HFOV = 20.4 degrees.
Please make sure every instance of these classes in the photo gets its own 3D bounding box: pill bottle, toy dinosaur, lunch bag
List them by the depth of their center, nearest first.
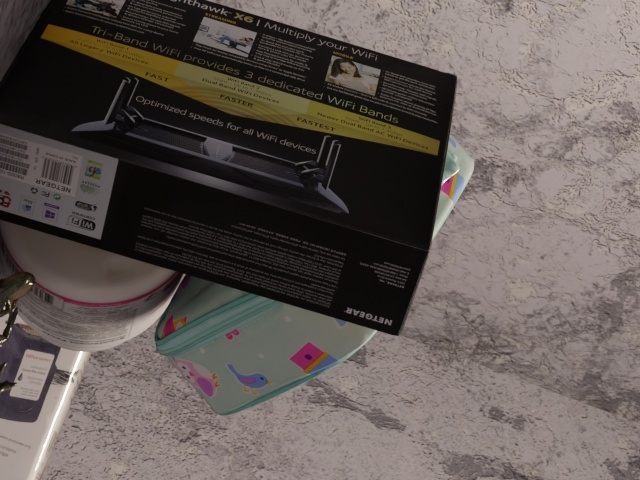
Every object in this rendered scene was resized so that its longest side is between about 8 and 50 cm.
[{"bbox_3d":[-0.278,0.103,1.397,0.118,0.064,0.268,-63,179,-59],"label":"toy dinosaur"},{"bbox_3d":[0.000,0.000,1.447,0.224,0.108,0.279,-30,-159,43],"label":"lunch bag"},{"bbox_3d":[-0.191,0.002,1.497,0.283,0.160,0.160,125,-15,-73],"label":"pill bottle"}]

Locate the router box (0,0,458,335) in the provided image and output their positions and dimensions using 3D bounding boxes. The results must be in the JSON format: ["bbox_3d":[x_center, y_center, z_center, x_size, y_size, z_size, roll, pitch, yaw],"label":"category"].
[{"bbox_3d":[-0.066,-0.073,1.264,0.243,0.309,0.081,-74,-178,-55],"label":"router box"}]

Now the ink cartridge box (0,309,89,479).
[{"bbox_3d":[-0.300,0.148,1.795,0.172,0.100,0.237,130,-19,-78],"label":"ink cartridge box"}]
